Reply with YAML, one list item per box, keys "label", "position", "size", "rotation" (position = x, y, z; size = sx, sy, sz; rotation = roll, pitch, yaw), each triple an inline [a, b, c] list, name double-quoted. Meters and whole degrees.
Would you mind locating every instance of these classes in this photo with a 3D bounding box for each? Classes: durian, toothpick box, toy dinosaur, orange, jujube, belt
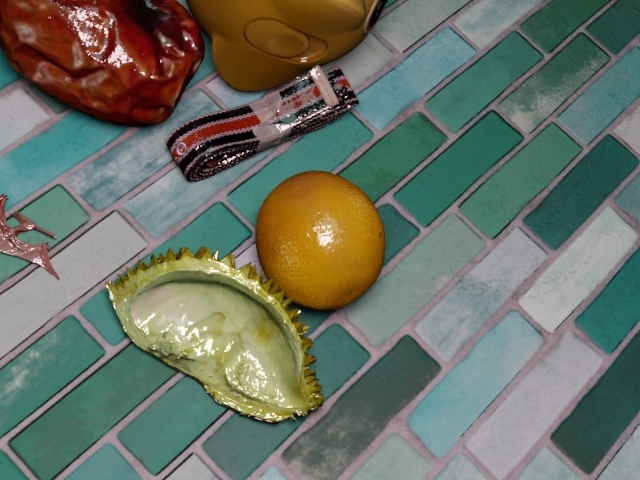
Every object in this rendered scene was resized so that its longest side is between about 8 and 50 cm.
- label: "durian"
  position: [-0.150, 0.140, 1.476]
  size: [0.394, 0.163, 0.198]
  rotation: [40, 64, 1]
- label: "toothpick box"
  position: [-0.057, -0.522, 1.692]
  size: [0.409, 0.409, 0.425]
  rotation: [5, 66, -11]
- label: "toy dinosaur"
  position: [-0.510, -0.009, 1.528]
  size: [0.220, 0.032, 0.108]
  rotation: [49, 59, 1]
- label: "orange"
  position: [0.000, 0.000, 1.544]
  size: [0.236, 0.236, 0.236]
  rotation: [6, 63, -11]
- label: "jujube"
  position: [-0.393, -0.365, 1.611]
  size: [0.377, 0.276, 0.276]
  rotation: [29, 60, -3]
- label: "belt"
  position: [-0.104, -0.213, 1.690]
  size: [0.360, 0.126, 0.094]
  rotation: [-25, 82, -18]
